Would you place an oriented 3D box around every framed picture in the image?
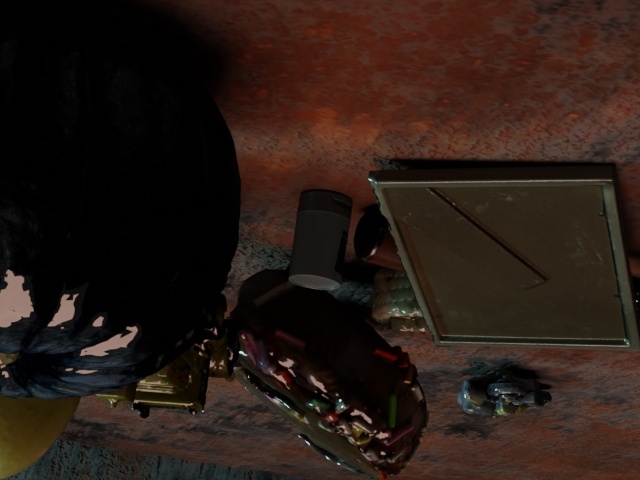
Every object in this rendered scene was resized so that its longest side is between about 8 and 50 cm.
[{"bbox_3d":[0.179,0.022,1.375,0.213,0.016,0.289,0,147,18],"label":"framed picture"}]

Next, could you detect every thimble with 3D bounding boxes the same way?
[{"bbox_3d":[0.102,0.063,1.617,0.110,0.062,0.084,-3,160,31],"label":"thimble"}]

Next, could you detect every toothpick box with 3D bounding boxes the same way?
[{"bbox_3d":[0.000,0.000,1.412,0.052,0.083,0.052,7,164,2],"label":"toothpick box"}]

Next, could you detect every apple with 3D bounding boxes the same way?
[{"bbox_3d":[-0.440,0.155,1.861,0.292,0.292,0.254,4,159,14],"label":"apple"}]

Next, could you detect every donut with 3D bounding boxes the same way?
[{"bbox_3d":[0.012,0.162,1.734,0.259,0.136,0.345,35,168,9],"label":"donut"}]

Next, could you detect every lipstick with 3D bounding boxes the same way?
[{"bbox_3d":[0.197,0.036,1.495,0.357,0.057,0.057,16,162,-25],"label":"lipstick"}]

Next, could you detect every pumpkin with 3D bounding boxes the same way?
[{"bbox_3d":[-0.235,-0.023,1.128,0.363,0.266,0.363,5,160,2],"label":"pumpkin"}]

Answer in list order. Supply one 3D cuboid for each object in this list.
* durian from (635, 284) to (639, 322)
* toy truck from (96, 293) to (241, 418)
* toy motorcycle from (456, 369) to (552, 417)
[{"bbox_3d":[0.354,0.059,1.468,0.110,0.071,0.140,8,151,-18],"label":"durian"},{"bbox_3d":[-0.156,0.112,1.477,0.127,0.127,0.257,3,169,6],"label":"toy truck"},{"bbox_3d":[0.243,0.214,2.070,0.124,0.061,0.193,-6,168,21],"label":"toy motorcycle"}]
